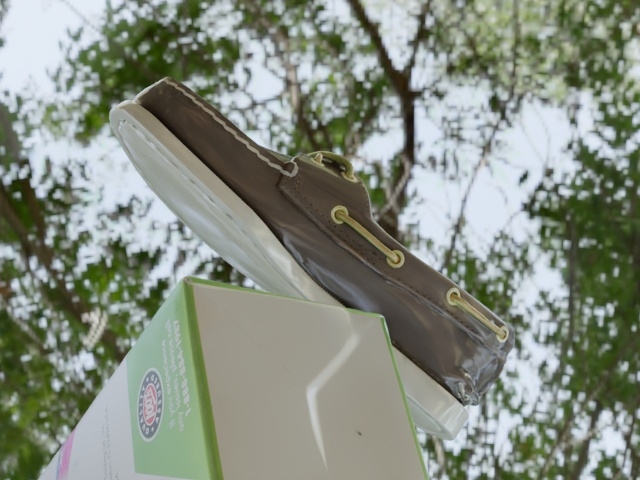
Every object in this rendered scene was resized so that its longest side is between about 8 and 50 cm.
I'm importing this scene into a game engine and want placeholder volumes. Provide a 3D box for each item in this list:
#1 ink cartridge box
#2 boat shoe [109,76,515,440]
[{"bbox_3d":[-0.082,0.208,0.603,0.119,0.353,0.207,12,-133,-30],"label":"ink cartridge box"},{"bbox_3d":[0.000,0.000,0.792,0.096,0.324,0.116,-50,-169,-14],"label":"boat shoe"}]
